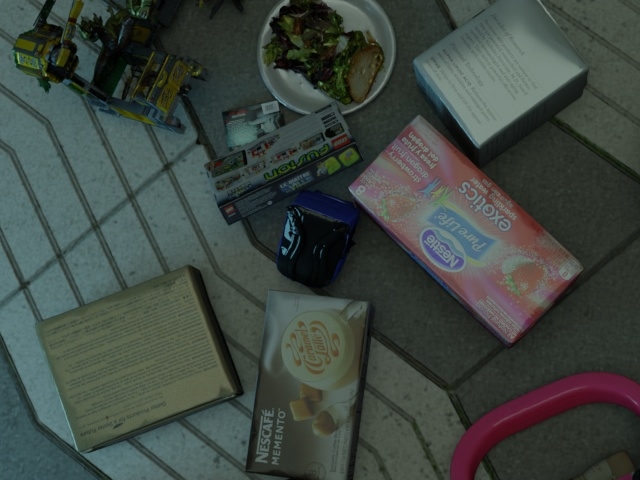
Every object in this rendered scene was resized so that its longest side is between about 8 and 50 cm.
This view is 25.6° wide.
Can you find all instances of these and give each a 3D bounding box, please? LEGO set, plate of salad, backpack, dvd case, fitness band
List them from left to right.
[{"bbox_3d":[-0.238,-0.302,1.917,0.192,0.255,0.331,19,72,35],"label":"LEGO set"},{"bbox_3d":[-0.087,-0.135,2.002,0.087,0.013,0.119,-13,82,4],"label":"dvd case"},{"bbox_3d":[0.000,0.000,1.933,0.098,0.101,0.120,22,117,12],"label":"backpack"},{"bbox_3d":[0.007,-0.273,1.993,0.200,0.048,0.199,-1,83,7],"label":"plate of salad"},{"bbox_3d":[0.310,0.282,1.830,0.291,0.054,0.209,-24,46,2],"label":"fitness band"}]

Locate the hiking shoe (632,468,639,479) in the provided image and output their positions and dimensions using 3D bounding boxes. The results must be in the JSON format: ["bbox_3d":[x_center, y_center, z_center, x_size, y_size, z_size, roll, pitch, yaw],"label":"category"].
[{"bbox_3d":[0.357,0.413,1.723,0.132,0.113,0.304,35,116,-20],"label":"hiking shoe"}]

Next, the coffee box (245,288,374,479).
[{"bbox_3d":[-0.013,0.199,1.905,0.141,0.098,0.246,7,83,7],"label":"coffee box"}]

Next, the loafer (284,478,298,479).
[{"bbox_3d":[-0.115,0.379,1.902,0.220,0.078,0.080,-27,80,2],"label":"loafer"}]

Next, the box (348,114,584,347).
[{"bbox_3d":[0.194,-0.008,1.884,0.300,0.154,0.142,44,89,9],"label":"box"}]

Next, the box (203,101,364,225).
[{"bbox_3d":[-0.053,-0.107,1.937,0.207,0.036,0.114,-25,39,3],"label":"box"}]

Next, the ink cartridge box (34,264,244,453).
[{"bbox_3d":[-0.248,0.164,1.941,0.235,0.088,0.193,-20,82,2],"label":"ink cartridge box"}]

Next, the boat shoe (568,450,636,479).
[{"bbox_3d":[0.449,0.433,1.812,0.110,0.121,0.341,-33,79,2],"label":"boat shoe"}]

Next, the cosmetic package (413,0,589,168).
[{"bbox_3d":[0.244,-0.219,1.908,0.184,0.151,0.151,-36,80,0],"label":"cosmetic package"}]
